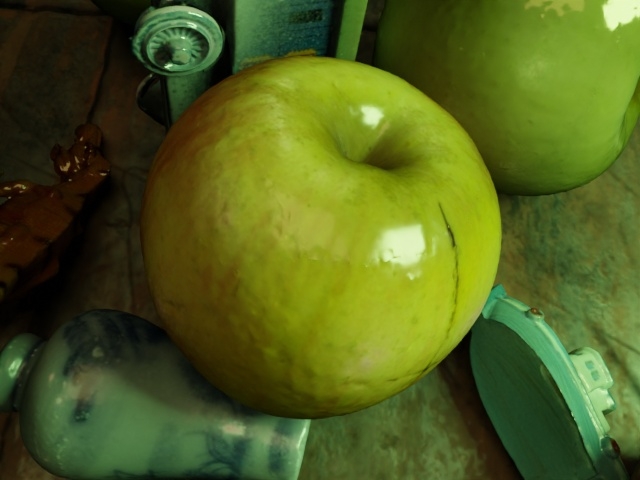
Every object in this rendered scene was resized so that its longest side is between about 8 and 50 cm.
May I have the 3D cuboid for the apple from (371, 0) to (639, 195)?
[{"bbox_3d":[0.189,-0.189,0.631,0.254,0.292,0.291,20,66,22],"label":"apple"}]

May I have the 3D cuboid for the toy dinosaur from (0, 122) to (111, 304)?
[{"bbox_3d":[-0.304,0.034,0.594,0.208,0.097,0.432,-18,38,13],"label":"toy dinosaur"}]

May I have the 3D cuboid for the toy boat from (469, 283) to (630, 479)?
[{"bbox_3d":[0.204,0.134,0.599,0.102,0.088,0.215,-4,58,-40],"label":"toy boat"}]

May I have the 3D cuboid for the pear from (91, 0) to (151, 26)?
[{"bbox_3d":[-0.138,-0.337,0.790,0.239,0.139,0.287,10,60,-12],"label":"pear"}]

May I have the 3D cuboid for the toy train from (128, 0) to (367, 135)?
[{"bbox_3d":[-0.069,-0.158,0.613,0.202,0.299,0.131,-11,63,-13],"label":"toy train"}]

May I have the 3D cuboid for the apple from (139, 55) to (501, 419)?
[{"bbox_3d":[0.000,0.000,0.520,0.286,0.233,0.286,16,44,-16],"label":"apple"}]

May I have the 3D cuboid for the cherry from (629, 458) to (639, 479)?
[{"bbox_3d":[0.320,0.219,0.464,0.285,0.236,0.213,-59,34,8],"label":"cherry"}]

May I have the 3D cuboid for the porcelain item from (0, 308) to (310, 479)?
[{"bbox_3d":[-0.139,0.141,0.563,0.259,0.141,0.141,16,65,-2],"label":"porcelain item"}]
